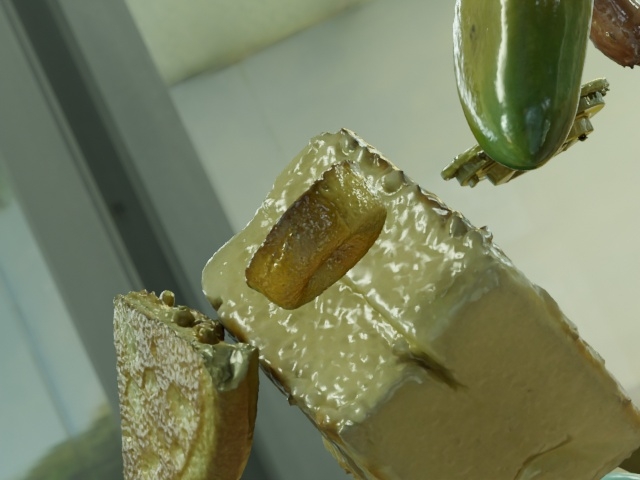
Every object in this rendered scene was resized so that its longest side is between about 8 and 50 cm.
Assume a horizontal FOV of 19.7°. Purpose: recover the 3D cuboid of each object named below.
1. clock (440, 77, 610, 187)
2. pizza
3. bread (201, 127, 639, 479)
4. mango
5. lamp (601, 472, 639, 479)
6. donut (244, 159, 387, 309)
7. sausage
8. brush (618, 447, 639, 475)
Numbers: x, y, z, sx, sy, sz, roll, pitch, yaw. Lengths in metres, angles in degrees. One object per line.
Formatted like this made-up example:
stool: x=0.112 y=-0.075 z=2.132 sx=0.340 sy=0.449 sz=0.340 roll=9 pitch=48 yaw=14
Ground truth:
clock: x=0.256 y=-0.118 z=2.229 sx=0.237 sy=0.057 sz=0.237 roll=-28 pitch=-6 yaw=-3
pizza: x=-0.133 y=0.201 z=1.933 sx=0.087 sy=0.268 sz=0.258 roll=-8 pitch=19 yaw=-26
bread: x=0.098 y=0.119 z=1.968 sx=0.279 sy=0.371 sz=0.390 roll=-45 pitch=-47 yaw=-5
mango: x=0.153 y=-0.158 z=1.442 sx=0.091 sy=0.237 sz=0.137 roll=15 pitch=-19 yaw=-17
lamp: x=0.399 y=0.389 z=2.274 sx=0.284 sy=0.209 sz=0.147 roll=-11 pitch=-22 yaw=24
donut: x=0.000 y=0.000 z=1.687 sx=0.152 sy=0.058 sz=0.152 roll=-42 pitch=-16 yaw=-15
sausage: x=0.225 y=-0.283 z=1.853 sx=0.078 sy=0.304 sz=0.078 roll=-49 pitch=0 yaw=0
brush: x=0.447 y=0.294 z=2.491 sx=0.047 sy=0.233 sz=0.103 roll=-62 pitch=30 yaw=6
